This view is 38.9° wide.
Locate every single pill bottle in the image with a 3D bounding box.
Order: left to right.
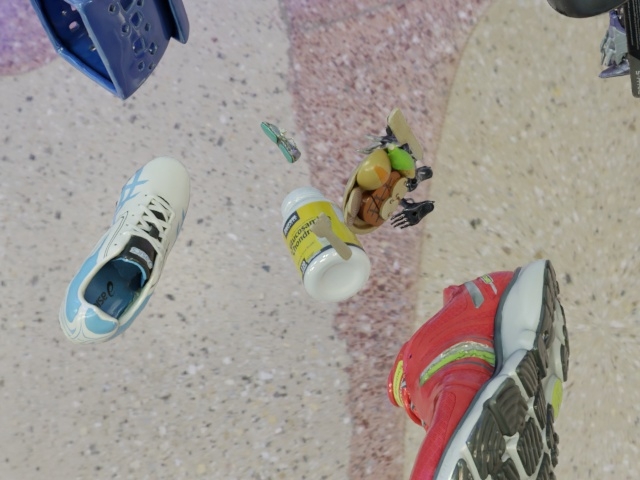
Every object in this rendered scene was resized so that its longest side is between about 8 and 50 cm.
[{"bbox_3d":[0.000,0.000,1.369,0.103,0.103,0.184,-39,41,10],"label":"pill bottle"}]

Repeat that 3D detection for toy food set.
[{"bbox_3d":[0.076,-0.062,1.170,0.038,0.132,0.192,31,82,35],"label":"toy food set"}]

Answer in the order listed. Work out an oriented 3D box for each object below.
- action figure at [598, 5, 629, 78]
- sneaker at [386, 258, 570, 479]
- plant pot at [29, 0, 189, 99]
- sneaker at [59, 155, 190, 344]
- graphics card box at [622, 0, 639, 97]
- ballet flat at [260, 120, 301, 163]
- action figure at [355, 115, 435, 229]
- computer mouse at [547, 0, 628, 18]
[{"bbox_3d":[0.451,-0.398,1.362,0.099,0.185,0.285,-7,110,11],"label":"action figure"},{"bbox_3d":[0.097,0.112,0.617,0.118,0.279,0.107,-10,111,27],"label":"sneaker"},{"bbox_3d":[-0.392,-0.445,1.696,0.212,0.236,0.236,-41,57,-20],"label":"plant pot"},{"bbox_3d":[-0.188,0.006,0.946,0.086,0.085,0.237,-17,41,45],"label":"sneaker"},{"bbox_3d":[0.516,-0.258,0.961,0.370,0.233,0.094,1,60,25],"label":"graphics card box"},{"bbox_3d":[-0.081,-0.215,1.931,0.041,0.041,0.114,-41,79,10],"label":"ballet flat"},{"bbox_3d":[0.133,-0.140,1.783,0.140,0.276,0.164,-11,118,-5],"label":"action figure"},{"bbox_3d":[0.246,-0.324,0.804,0.188,0.072,0.272,-6,61,41],"label":"computer mouse"}]
